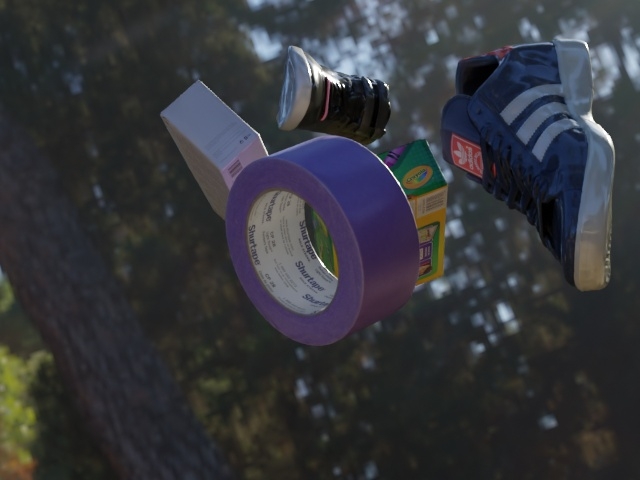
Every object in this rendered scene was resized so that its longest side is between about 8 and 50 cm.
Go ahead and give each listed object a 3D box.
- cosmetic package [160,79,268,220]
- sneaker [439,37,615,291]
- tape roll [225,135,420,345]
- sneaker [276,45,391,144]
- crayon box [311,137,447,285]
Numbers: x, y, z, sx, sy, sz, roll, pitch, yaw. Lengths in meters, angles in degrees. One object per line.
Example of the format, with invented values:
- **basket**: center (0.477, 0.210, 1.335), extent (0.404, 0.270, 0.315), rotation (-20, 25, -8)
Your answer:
- **cosmetic package**: center (-0.091, -0.071, 1.725), extent (0.060, 0.099, 0.239), rotation (-45, -23, -10)
- **sneaker**: center (0.187, -0.070, 1.495), extent (0.148, 0.350, 0.131), rotation (-1, -57, 2)
- **tape roll**: center (0.000, 0.000, 1.542), extent (0.080, 0.189, 0.189), rotation (-23, -11, -40)
- **sneaker**: center (0.021, -0.180, 2.049), extent (0.147, 0.104, 0.296), rotation (9, 2, -2)
- **crayon box**: center (0.079, -0.013, 2.177), extent (0.165, 0.081, 0.278), rotation (-20, -26, -7)
